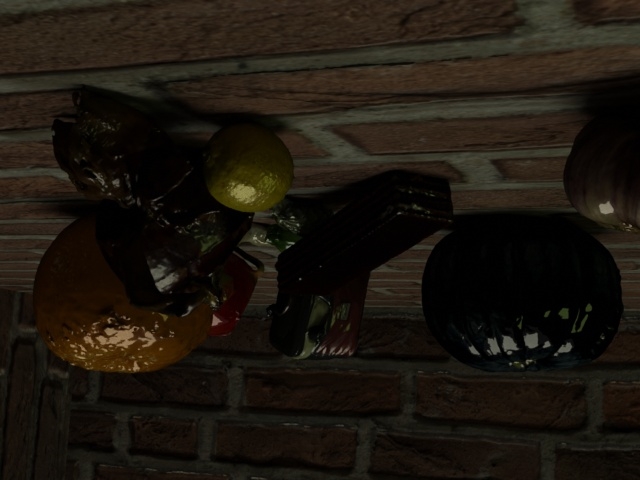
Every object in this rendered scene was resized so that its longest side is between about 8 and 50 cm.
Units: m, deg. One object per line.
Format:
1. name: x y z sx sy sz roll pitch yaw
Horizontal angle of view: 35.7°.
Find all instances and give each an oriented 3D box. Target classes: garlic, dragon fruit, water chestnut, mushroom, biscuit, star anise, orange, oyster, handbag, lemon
1. garlic: 0.374 -0.074 1.052 0.244 0.161 0.245 11 -170 -2
2. dragon fruit: -0.252 0.096 2.132 0.227 0.224 0.224 36 165 -7
3. water chestnut: -0.194 -0.011 1.373 0.238 0.224 0.223 51 153 -15
4. mushroom: -0.113 -0.007 1.951 0.202 0.054 0.059 2 171 -29
5. biscuit: 0.059 0.002 1.586 0.107 0.073 0.388 8 156 -29
6. star anise: -0.204 -0.048 1.144 0.148 0.346 0.237 -33 148 2
7. orange: -0.367 0.091 1.870 0.340 0.293 0.341 -2 156 -1
8. oyster: -0.027 -0.035 1.718 0.124 0.064 0.177 16 -178 7
9. handbag: -0.006 0.138 2.179 0.181 0.255 0.181 6 -171 -32
10. lemon: -0.090 -0.089 1.207 0.133 0.109 0.109 18 164 -37

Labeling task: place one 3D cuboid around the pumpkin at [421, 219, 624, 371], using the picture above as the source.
1. pumpkin: 0.367 0.102 1.803 0.363 0.266 0.363 4 167 1

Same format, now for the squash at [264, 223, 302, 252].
1. squash: 0.000 0.000 1.885 0.219 0.068 0.077 7 175 -21

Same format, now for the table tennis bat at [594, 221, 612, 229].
1. table tennis bat: 0.575 -0.047 1.488 0.268 0.051 0.414 5 174 -12
